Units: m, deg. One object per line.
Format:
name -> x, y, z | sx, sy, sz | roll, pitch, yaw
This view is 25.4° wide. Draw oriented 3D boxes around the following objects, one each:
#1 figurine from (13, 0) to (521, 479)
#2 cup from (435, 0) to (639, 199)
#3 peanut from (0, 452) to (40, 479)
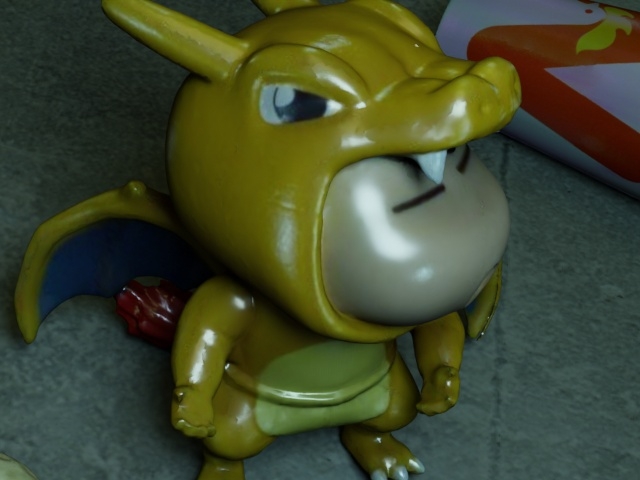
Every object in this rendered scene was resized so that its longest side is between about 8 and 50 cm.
figurine -> -0.035, 0.005, 1.045 | 0.401, 0.387, 0.268 | 3, 33, -4
cup -> 0.261, -0.153, 1.387 | 0.288, 0.203, 0.203 | 23, 47, 19
peanut -> -0.204, 0.229, 1.001 | 0.228, 0.085, 0.104 | 33, 43, 14
